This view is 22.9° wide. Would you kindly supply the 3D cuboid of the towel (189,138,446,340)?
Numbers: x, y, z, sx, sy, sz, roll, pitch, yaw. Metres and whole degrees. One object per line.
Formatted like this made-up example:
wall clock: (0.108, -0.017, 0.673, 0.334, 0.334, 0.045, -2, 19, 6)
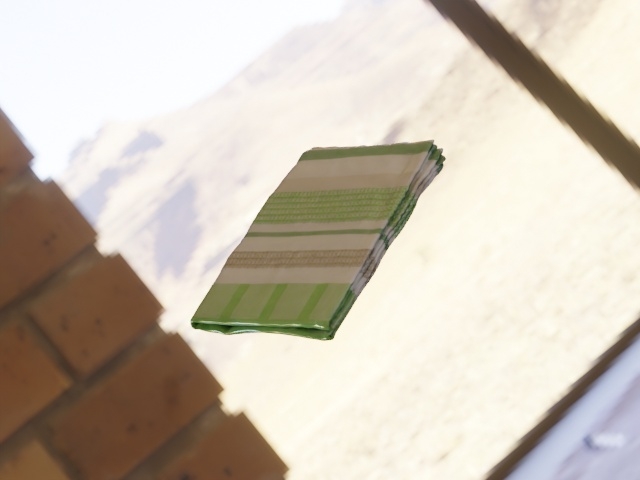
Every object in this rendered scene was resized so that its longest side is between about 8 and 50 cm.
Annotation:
towel: (0.000, 0.000, 0.941, 0.113, 0.023, 0.152, -1, 45, 41)
